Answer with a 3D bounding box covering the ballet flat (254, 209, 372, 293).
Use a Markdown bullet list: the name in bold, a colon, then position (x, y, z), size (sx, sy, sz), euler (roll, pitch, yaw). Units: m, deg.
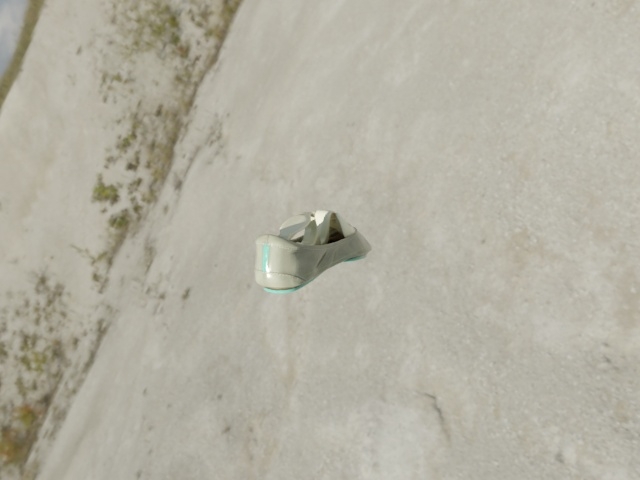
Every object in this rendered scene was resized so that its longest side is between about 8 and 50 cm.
- **ballet flat**: position (0.000, 0.000, 0.762), size (0.213, 0.072, 0.068), euler (-23, -68, -62)
